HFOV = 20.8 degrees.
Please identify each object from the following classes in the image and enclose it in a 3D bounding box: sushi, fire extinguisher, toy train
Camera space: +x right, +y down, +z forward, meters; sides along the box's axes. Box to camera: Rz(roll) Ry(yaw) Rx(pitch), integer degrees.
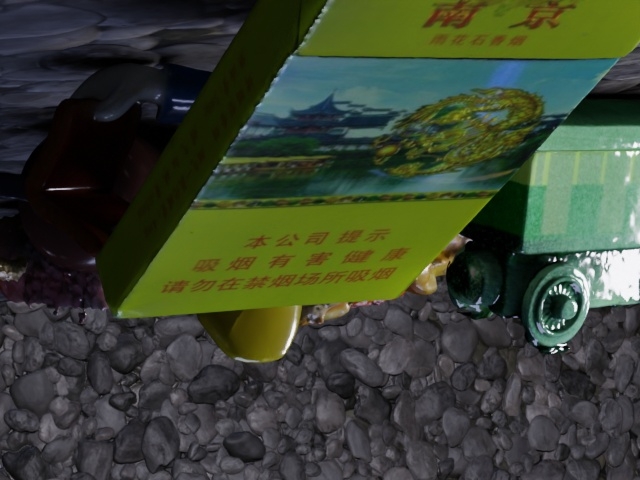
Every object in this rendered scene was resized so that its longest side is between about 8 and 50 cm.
[{"bbox_3d":[-0.265,0.018,1.795,0.161,0.107,0.241,-5,-168,4],"label":"sushi"},{"bbox_3d":[-0.158,-0.030,1.394,0.135,0.114,0.337,6,180,19],"label":"fire extinguisher"},{"bbox_3d":[0.233,-0.021,1.445,0.301,0.202,0.120,-2,-167,-34],"label":"toy train"}]

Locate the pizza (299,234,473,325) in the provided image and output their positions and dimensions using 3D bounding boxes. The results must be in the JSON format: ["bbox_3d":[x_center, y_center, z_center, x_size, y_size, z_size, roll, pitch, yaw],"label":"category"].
[{"bbox_3d":[0.036,0.016,1.679,0.440,0.130,0.406,-9,-167,31],"label":"pizza"}]

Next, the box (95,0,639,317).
[{"bbox_3d":[0.029,-0.062,0.858,0.187,0.047,0.335,-2,151,-29],"label":"box"}]

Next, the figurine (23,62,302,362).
[{"bbox_3d":[-0.037,-0.065,1.104,0.283,0.204,0.338,5,159,-27],"label":"figurine"}]

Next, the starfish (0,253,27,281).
[{"bbox_3d":[-0.454,-0.004,1.726,0.299,0.060,0.302,4,170,32],"label":"starfish"}]
